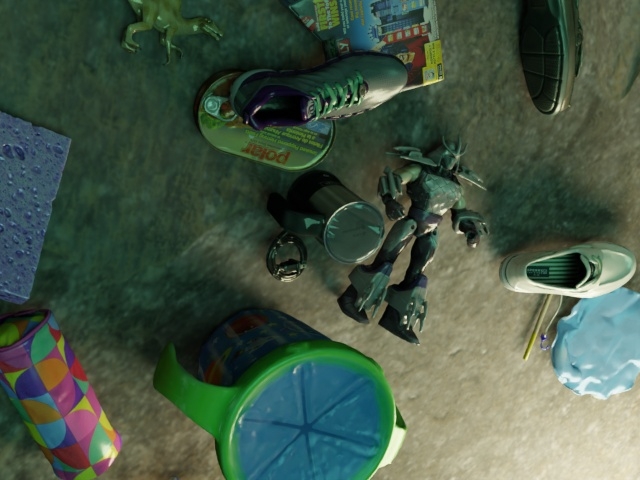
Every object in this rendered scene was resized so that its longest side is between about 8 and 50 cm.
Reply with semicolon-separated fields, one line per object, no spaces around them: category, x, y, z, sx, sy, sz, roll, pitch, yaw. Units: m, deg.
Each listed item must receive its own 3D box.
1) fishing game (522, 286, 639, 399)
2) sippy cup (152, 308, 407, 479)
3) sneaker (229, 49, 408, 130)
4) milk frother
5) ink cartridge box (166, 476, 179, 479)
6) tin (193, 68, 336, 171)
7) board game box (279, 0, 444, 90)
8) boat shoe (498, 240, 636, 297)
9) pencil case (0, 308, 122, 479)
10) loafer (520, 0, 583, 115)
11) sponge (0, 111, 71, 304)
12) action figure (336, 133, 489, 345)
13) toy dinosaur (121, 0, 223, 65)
fishing game;0.440;0.157;1.853;0.264;0.041;0.189;11;104;-17
sippy cup;-0.052;0.201;1.549;0.240;0.224;0.305;-36;119;-7
sneaker;0.006;-0.168;1.445;0.224;0.098;0.083;-12;120;-8
milk frother;0.000;0.000;1.546;0.129;0.135;0.143;-13;114;-18
ink cartridge box;-0.151;0.440;1.614;0.307;0.072;0.303;-30;122;23
tin;-0.070;-0.151;1.514;0.190;0.040;0.106;16;99;-27
board game box;0.049;-0.275;1.502;0.194;0.060;0.194;-16;118;-14
boat shoe;0.375;0.048;1.749;0.226;0.076;0.083;-8;93;-20
pencil case;-0.335;0.194;1.502;0.104;0.104;0.236;-28;120;-11
loafer;0.320;-0.301;1.595;0.084;0.096;0.267;-19;114;-22
sponge;-0.365;-0.041;1.365;0.117;0.031;0.210;23;63;-28
action figure;0.134;-0.012;1.624;0.185;0.099;0.285;20;98;-23
toy dinosaur;-0.204;-0.267;1.413;0.183;0.053;0.092;29;81;-37
